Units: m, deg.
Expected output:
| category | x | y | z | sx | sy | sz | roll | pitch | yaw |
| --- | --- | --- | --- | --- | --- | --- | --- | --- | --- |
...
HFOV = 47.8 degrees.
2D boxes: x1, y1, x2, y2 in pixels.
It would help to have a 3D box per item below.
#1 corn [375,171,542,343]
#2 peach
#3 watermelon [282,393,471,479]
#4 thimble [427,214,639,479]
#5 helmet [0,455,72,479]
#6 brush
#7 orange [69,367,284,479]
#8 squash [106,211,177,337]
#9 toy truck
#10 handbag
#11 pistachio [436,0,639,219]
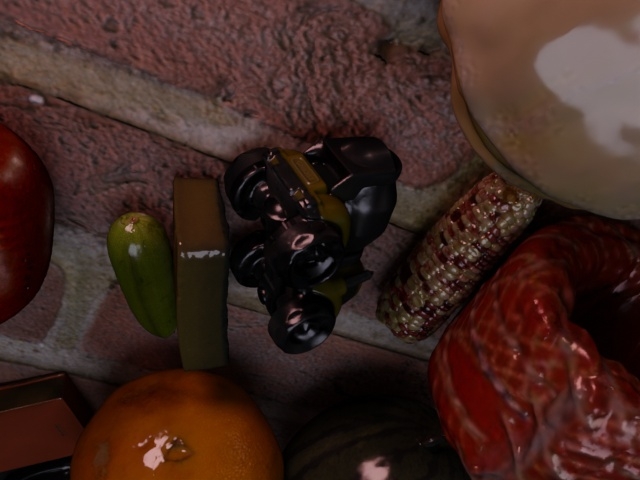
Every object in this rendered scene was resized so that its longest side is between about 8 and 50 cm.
| category | x | y | z | sx | sy | sz | roll | pitch | yaw |
| --- | --- | --- | --- | --- | --- | --- | --- | --- | --- |
| corn | 0.153 | 0.018 | 0.823 | 0.086 | 0.086 | 0.253 | 20 | 126 | -23 |
| peach | -0.348 | 0.015 | 0.703 | 0.159 | 0.154 | 0.267 | 17 | 127 | -23 |
| watermelon | 0.073 | 0.357 | 0.986 | 0.279 | 0.279 | 0.359 | 22 | 121 | -25 |
| thimble | 0.312 | 0.157 | 0.803 | 0.350 | 0.350 | 0.230 | 15 | 131 | -20 |
| helmet | -0.364 | 0.426 | 1.068 | 0.230 | 0.160 | 0.279 | -35 | 128 | 24 |
| brush | -0.127 | 0.037 | 0.775 | 0.059 | 0.123 | 0.197 | -4 | 133 | -11 |
| orange | -0.178 | 0.290 | 0.905 | 0.261 | 0.261 | 0.261 | -4 | 132 | -4 |
| squash | -0.193 | 0.044 | 0.814 | 0.066 | 0.066 | 0.201 | -6 | 138 | -2 |
| toy truck | 0.000 | 0.000 | 0.761 | 0.165 | 0.147 | 0.224 | -19 | 139 | -22 |
| handbag | -0.412 | 0.252 | 0.971 | 0.190 | 0.063 | 0.127 | -12 | 133 | 0 |
| pistachio | 0.286 | -0.209 | 0.509 | 0.445 | 0.281 | 0.365 | -36 | 100 | 13 |
